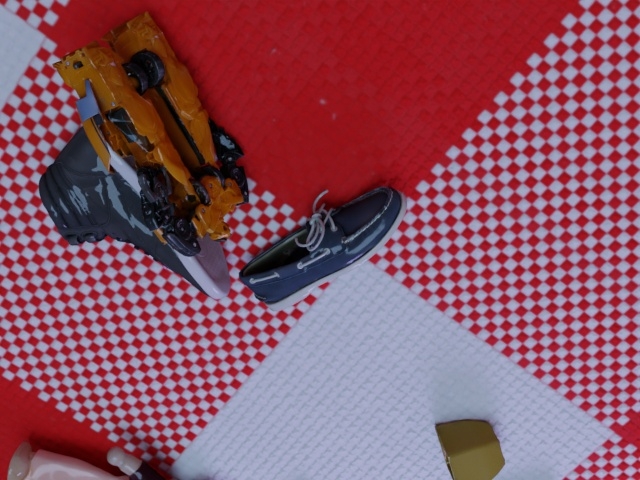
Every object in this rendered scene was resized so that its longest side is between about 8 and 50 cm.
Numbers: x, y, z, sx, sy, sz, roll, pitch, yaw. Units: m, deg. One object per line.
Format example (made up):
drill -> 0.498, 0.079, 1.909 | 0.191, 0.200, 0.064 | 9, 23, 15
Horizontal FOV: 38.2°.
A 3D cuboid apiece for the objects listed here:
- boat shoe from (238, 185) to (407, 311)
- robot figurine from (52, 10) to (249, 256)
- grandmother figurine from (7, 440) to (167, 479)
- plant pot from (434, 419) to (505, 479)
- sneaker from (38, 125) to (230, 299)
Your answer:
boat shoe -> 0.000, 0.000, 1.241 | 0.255, 0.095, 0.079 | -33, 122, 26
robot figurine -> -0.195, -0.121, 1.139 | 0.085, 0.211, 0.291 | -14, 112, 33
grandmother figurine -> -0.307, 0.409, 1.447 | 0.343, 0.104, 0.207 | 12, 137, -1
plant pot -> 0.229, 0.320, 1.394 | 0.083, 0.081, 0.081 | -18, 114, 0
sneaker -> -0.252, -0.017, 1.240 | 0.147, 0.104, 0.295 | -33, 106, 20
